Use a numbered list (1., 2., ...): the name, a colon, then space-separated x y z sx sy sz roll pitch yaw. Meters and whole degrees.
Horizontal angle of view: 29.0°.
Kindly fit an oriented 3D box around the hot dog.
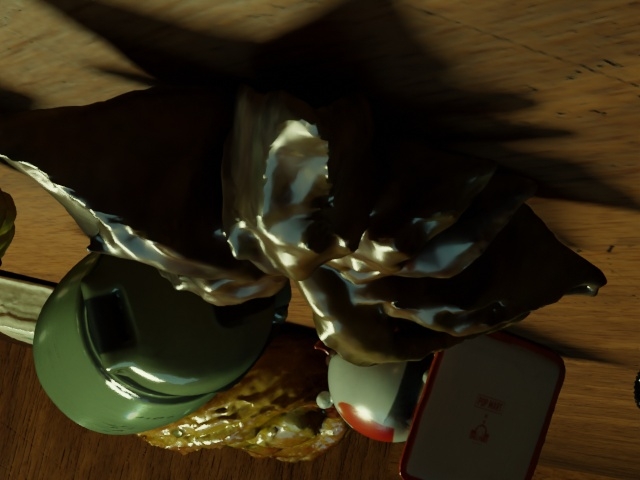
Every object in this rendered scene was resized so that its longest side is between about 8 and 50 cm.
1. hot dog: -0.125 0.197 1.605 0.267 0.174 0.387 19 167 -41

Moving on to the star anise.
1. star anise: -0.001 -0.002 0.631 0.292 0.109 0.349 16 171 12

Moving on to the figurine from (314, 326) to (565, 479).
1. figurine: 0.088 0.147 1.238 0.183 0.160 0.226 22 175 -39

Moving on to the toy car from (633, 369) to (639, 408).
1. toy car: 0.347 0.137 1.028 0.171 0.070 0.080 11 169 -3

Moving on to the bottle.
1. bottle: -0.135 0.069 1.011 0.168 0.168 0.347 16 164 -16

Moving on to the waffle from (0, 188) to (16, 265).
1. waffle: -0.374 -0.067 0.772 0.382 0.095 0.379 17 168 -7

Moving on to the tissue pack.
1. tissue pack: -0.376 0.112 1.735 0.170 0.071 0.325 12 170 -5
